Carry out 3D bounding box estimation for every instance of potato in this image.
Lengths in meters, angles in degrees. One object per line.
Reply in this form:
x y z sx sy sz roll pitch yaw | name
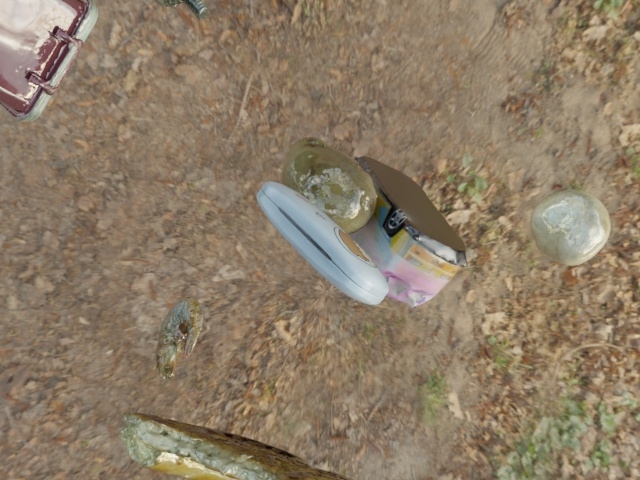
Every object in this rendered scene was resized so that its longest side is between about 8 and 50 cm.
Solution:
0.010 -0.108 1.317 0.164 0.262 0.165 -9 122 -15 | potato

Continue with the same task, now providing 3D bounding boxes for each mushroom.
0.491 -0.024 1.312 0.154 0.122 0.154 -13 65 29 | mushroom

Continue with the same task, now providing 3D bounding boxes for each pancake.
-0.025 0.202 0.519 0.266 0.244 0.057 22 77 -18 | pancake

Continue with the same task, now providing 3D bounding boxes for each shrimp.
-0.291 0.195 1.351 0.051 0.132 0.188 25 51 -30 | shrimp

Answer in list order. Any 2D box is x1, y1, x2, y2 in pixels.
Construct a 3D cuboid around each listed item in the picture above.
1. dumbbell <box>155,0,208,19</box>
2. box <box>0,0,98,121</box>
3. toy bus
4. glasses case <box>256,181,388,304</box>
-0.245 -0.415 0.977 0.081 0.081 0.254 -40 77 -2 | dumbbell
-0.455 -0.308 0.891 0.294 0.167 0.193 35 93 39 | box
0.151 -0.015 1.380 0.171 0.386 0.162 23 111 -24 | toy bus
0.000 0.000 0.678 0.045 0.067 0.178 -51 59 10 | glasses case
